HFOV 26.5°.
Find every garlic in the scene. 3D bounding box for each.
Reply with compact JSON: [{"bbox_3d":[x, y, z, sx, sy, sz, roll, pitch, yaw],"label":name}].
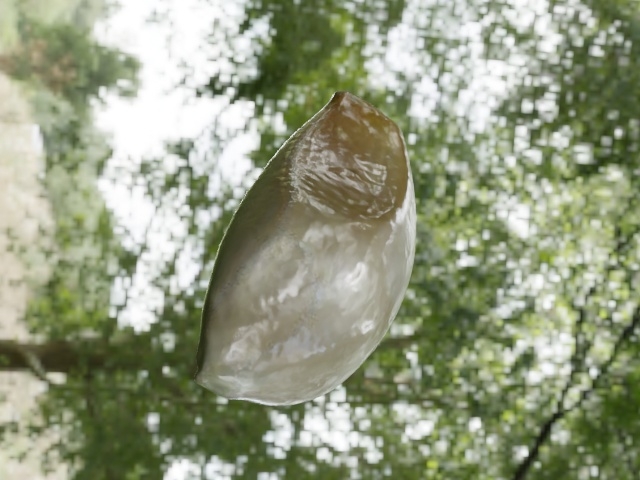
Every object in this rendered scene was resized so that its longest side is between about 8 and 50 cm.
[{"bbox_3d":[0.005,0.008,0.971,0.112,0.143,0.318,-26,-156,29],"label":"garlic"}]
